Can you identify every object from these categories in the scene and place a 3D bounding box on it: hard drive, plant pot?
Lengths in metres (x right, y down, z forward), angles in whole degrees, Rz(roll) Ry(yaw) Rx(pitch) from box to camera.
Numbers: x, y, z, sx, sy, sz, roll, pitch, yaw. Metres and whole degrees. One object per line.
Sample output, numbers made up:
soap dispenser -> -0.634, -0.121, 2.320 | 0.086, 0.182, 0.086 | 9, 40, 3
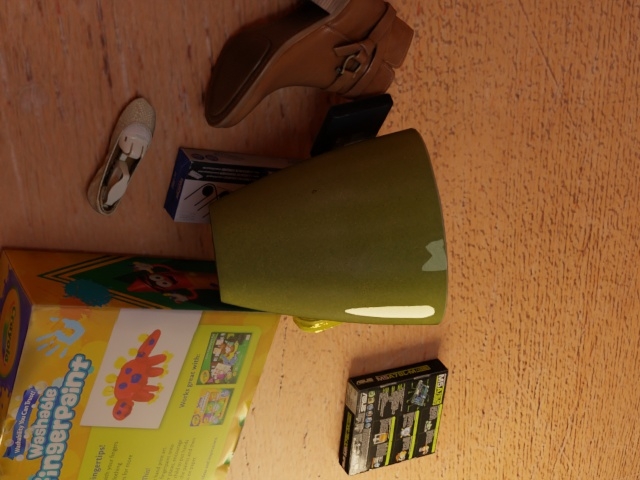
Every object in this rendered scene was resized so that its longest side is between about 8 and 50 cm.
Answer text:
hard drive -> 0.043, -0.160, 1.660 | 0.094, 0.022, 0.135 | -15, 162, -19
plant pot -> 0.000, 0.000, 1.592 | 0.293, 0.275, 0.275 | -8, 124, -6

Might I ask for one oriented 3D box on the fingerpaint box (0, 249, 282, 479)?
fingerpaint box -> -0.306, 0.247, 1.672 | 0.371, 0.163, 0.445 | 3, 117, -33

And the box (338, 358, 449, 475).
box -> 0.128, 0.311, 2.044 | 0.184, 0.045, 0.191 | -12, 123, -27

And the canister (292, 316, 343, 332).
canister -> 0.010, 0.043, 1.787 | 0.126, 0.073, 0.170 | -19, 125, -20

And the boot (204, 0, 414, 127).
boot -> -0.012, -0.237, 1.592 | 0.220, 0.109, 0.283 | 30, 94, -43

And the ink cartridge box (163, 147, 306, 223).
ink cartridge box -> -0.112, -0.073, 1.660 | 0.207, 0.046, 0.097 | 2, 118, -32

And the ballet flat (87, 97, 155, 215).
ballet flat -> -0.258, -0.107, 1.549 | 0.057, 0.052, 0.168 | 15, 110, -36
